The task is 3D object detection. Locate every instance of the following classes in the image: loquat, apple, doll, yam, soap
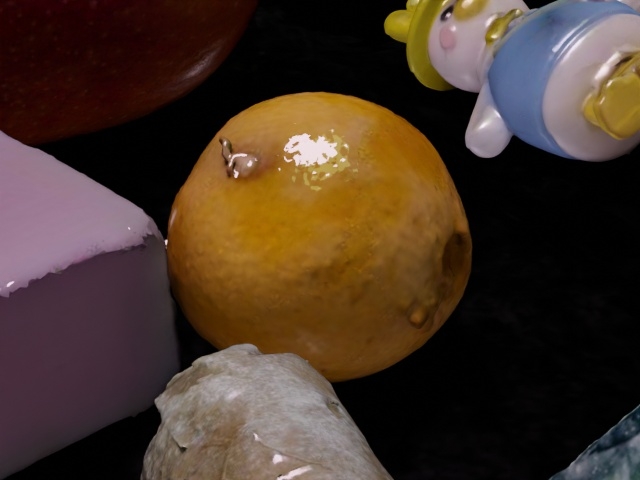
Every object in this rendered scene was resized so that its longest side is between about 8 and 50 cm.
[{"bbox_3d":[0.000,0.000,0.671,0.141,0.141,0.141,-1,27,1],"label":"loquat"},{"bbox_3d":[-0.187,-0.199,0.921,0.288,0.288,0.317,23,43,39],"label":"apple"},{"bbox_3d":[0.133,-0.118,0.935,0.099,0.135,0.241,13,14,-42],"label":"doll"},{"bbox_3d":[0.002,0.129,0.466,0.093,0.093,0.259,-9,28,-15],"label":"yam"},{"bbox_3d":[-0.260,0.035,0.651,0.296,0.107,0.285,-26,38,-37],"label":"soap"}]

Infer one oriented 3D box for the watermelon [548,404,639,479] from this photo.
[{"bbox_3d":[0.184,0.122,0.325,0.318,0.148,0.226,27,28,8],"label":"watermelon"}]
